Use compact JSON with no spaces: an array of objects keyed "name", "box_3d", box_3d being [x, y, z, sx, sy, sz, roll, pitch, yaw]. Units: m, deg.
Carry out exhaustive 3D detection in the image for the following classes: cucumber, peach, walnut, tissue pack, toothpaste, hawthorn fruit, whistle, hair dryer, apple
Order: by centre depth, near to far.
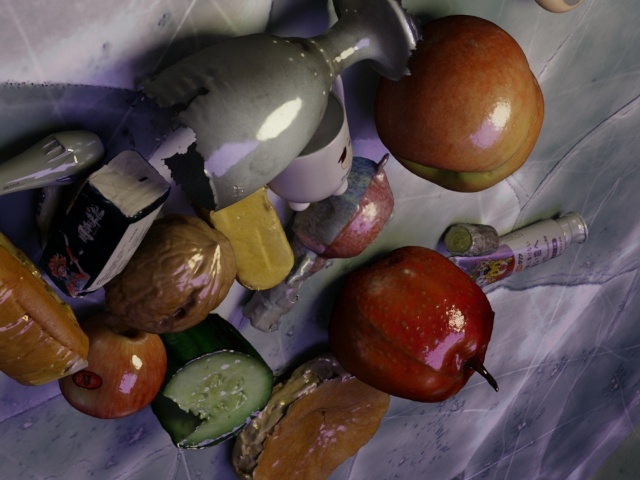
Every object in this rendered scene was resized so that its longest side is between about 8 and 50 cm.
[{"name":"hair dryer","box_3d":[-0.352,-0.046,1.526,0.167,0.067,0.199,-13,144,-50]},{"name":"tissue pack","box_3d":[-0.263,-0.017,1.556,0.170,0.090,0.103,-54,173,37]},{"name":"walnut","box_3d":[-0.195,0.042,1.684,0.184,0.155,0.155,-25,160,35]},{"name":"apple","box_3d":[-0.282,0.166,1.753,0.146,0.146,0.131,-10,124,-42]},{"name":"peach","box_3d":[0.197,-0.195,1.816,0.252,0.252,0.252,-29,143,-24]},{"name":"whistle","box_3d":[0.001,0.001,1.906,0.134,0.142,0.346,22,119,-28]},{"name":"cucumber","box_3d":[-0.171,0.201,1.926,0.191,0.130,0.191,-26,137,-27]},{"name":"hawthorn fruit","box_3d":[0.169,0.157,2.089,0.254,0.300,0.254,-31,144,-26]},{"name":"cucumber","box_3d":[0.267,0.002,2.249,0.112,0.064,0.064,3,123,-53]},{"name":"toothpaste","box_3d":[0.355,0.025,2.373,0.299,0.073,0.114,-21,140,-20]}]

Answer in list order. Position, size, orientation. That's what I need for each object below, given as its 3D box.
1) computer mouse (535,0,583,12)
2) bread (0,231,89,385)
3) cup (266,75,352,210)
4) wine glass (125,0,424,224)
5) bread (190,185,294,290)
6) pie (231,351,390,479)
[{"name":"computer mouse","box_3d":[0.390,-0.445,1.890,0.236,0.082,0.145,-52,145,6]},{"name":"bread","box_3d":[-0.386,0.067,1.522,0.119,0.152,0.288,-37,145,-3]},{"name":"cup","box_3d":[-0.025,-0.136,1.749,0.134,0.173,0.142,-11,145,4]},{"name":"wine glass","box_3d":[-0.056,-0.187,1.583,0.357,0.190,0.190,-34,145,-16]},{"name":"bread","box_3d":[-0.110,-0.025,1.782,0.102,0.094,0.245,-31,144,-6]},{"name":"pie","box_3d":[-0.011,0.322,2.264,0.339,0.083,0.339,-30,146,-23]}]
